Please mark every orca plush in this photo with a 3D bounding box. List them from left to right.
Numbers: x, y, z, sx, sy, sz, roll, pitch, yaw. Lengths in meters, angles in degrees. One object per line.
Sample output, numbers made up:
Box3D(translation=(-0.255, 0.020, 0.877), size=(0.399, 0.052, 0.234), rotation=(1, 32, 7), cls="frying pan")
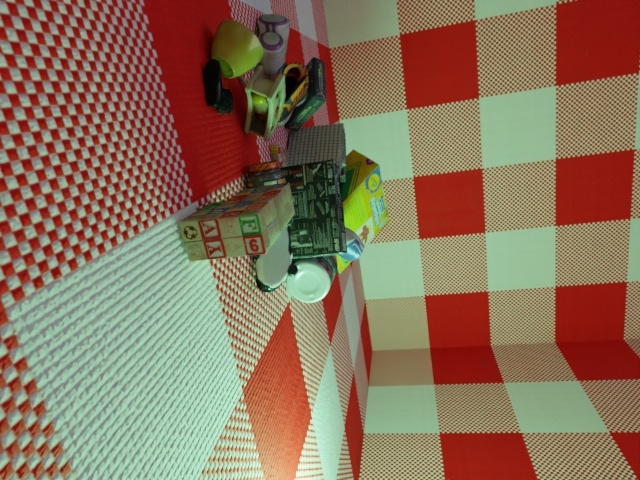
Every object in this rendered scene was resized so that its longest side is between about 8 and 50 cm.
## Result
Box3D(translation=(-0.158, 0.053, 1.339), size=(0.151, 0.102, 0.287), rotation=(16, 46, -29), cls="orca plush")

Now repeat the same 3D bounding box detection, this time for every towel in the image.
Box3D(translation=(-0.010, -0.339, 1.777), size=(0.121, 0.234, 0.284), rotation=(77, 13, -54), cls="towel")

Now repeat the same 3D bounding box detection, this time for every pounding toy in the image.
Box3D(translation=(-0.196, -0.396, 1.274), size=(0.269, 0.154, 0.154), rotation=(118, -7, -82), cls="pounding toy")

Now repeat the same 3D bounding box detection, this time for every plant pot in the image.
Box3D(translation=(-0.227, -0.476, 1.124), size=(0.095, 0.134, 0.134), rotation=(-62, 155, -20), cls="plant pot")

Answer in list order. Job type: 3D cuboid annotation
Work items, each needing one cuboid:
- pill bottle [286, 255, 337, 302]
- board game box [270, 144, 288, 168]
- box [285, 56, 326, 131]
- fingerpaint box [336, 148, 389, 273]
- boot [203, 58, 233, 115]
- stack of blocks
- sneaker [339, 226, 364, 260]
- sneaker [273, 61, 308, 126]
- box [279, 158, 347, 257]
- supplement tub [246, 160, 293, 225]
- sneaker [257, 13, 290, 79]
Box3D(translation=(-0.020, 0.114, 1.682), size=(0.283, 0.161, 0.161), rotation=(-56, 138, -71), cls="pill bottle")
Box3D(translation=(-0.139, -0.209, 1.593), size=(0.124, 0.039, 0.260), rotation=(-12, 99, -78), cls="board game box")
Box3D(translation=(-0.062, -0.564, 1.710), size=(0.232, 0.059, 0.184), rotation=(-29, -123, 53), cls="box")
Box3D(translation=(0.112, -0.115, 1.950), size=(0.371, 0.163, 0.445), rotation=(-46, 150, -12), cls="fingerpaint box")
Box3D(translation=(-0.253, -0.383, 1.109), size=(0.099, 0.045, 0.121), rotation=(-18, 110, -75), cls="boot")
Box3D(translation=(-0.176, -0.053, 1.015), size=(0.297, 0.171, 0.087), rotation=(-65, 147, -69), cls="stack of blocks")
Box3D(translation=(-0.001, -0.001, 1.596), size=(0.315, 0.127, 0.182), rotation=(38, 43, -15), cls="sneaker")
Box3D(translation=(-0.088, -0.543, 1.497), size=(0.180, 0.124, 0.321), rotation=(-50, -160, 53), cls="sneaker")
Box3D(translation=(-0.048, -0.097, 1.455), size=(0.076, 0.242, 0.308), rotation=(3, 81, -73), cls="box")
Box3D(translation=(-0.152, -0.134, 1.296), size=(0.117, 0.116, 0.191), rotation=(-57, 139, -71), cls="supplement tub")
Box3D(translation=(-0.174, -0.690, 1.547), size=(0.152, 0.114, 0.305), rotation=(99, -4, -50), cls="sneaker")
